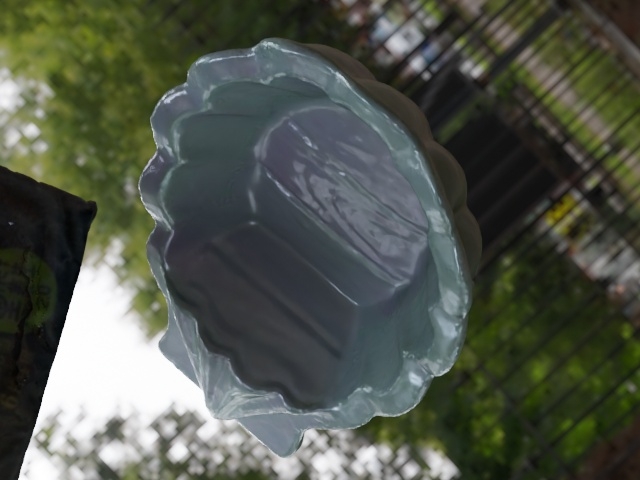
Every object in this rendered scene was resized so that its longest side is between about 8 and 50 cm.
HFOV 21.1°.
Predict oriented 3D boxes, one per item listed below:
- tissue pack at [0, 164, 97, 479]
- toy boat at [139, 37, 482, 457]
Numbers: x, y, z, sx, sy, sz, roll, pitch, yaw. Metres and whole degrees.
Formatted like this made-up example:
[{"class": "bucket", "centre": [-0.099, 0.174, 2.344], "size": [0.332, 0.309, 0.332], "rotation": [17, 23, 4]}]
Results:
[{"class": "tissue pack", "centre": [-0.246, 0.019, 0.871], "size": [0.235, 0.173, 0.073], "rotation": [23, 157, -18]}, {"class": "toy boat", "centre": [0.000, 0.000, 0.903], "size": [0.199, 0.290, 0.100], "rotation": [43, -130, 11]}]
